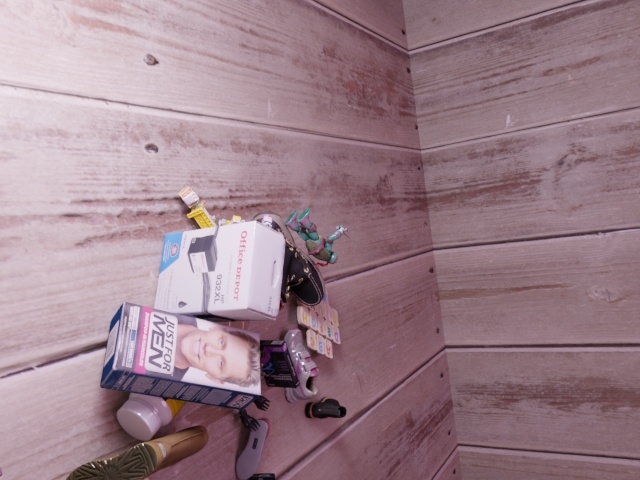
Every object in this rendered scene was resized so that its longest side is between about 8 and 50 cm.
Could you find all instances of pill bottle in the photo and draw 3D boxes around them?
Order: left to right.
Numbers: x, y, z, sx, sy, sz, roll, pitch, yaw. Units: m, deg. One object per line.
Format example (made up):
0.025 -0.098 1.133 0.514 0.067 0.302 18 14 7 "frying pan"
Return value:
-0.381 0.369 1.366 0.208 0.119 0.119 -51 127 -51 "pill bottle"

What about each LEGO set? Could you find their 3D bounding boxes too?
-0.288 -0.070 1.632 0.287 0.132 0.107 23 29 -24 "LEGO set"

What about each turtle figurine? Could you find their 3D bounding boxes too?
0.000 0.000 1.824 0.234 0.175 0.118 44 45 -24 "turtle figurine"

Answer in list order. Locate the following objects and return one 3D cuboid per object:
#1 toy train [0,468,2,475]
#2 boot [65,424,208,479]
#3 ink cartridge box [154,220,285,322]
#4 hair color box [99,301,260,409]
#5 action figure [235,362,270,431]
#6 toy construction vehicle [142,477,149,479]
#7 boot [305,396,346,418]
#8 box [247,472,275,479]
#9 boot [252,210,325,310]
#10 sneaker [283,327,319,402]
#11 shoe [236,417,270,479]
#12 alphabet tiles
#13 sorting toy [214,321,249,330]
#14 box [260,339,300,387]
-0.614 0.433 1.055 0.036 0.027 0.158 -50 126 -64 "toy train"
-0.404 0.508 1.291 0.269 0.236 0.089 48 21 -76 "boot"
-0.258 0.087 1.443 0.129 0.307 0.223 31 58 -54 "ink cartridge box"
-0.315 0.275 1.329 0.347 0.105 0.174 19 45 -28 "hair color box"
-0.228 0.405 1.601 0.164 0.141 0.276 -53 131 -35 "action figure"
-0.407 0.625 1.355 0.086 0.035 0.098 -49 125 -52 "toy construction vehicle"
0.054 0.609 2.035 0.198 0.137 0.077 6 79 -59 "boot"
-0.171 0.777 1.621 0.147 0.077 0.180 88 0 -81 "box"
-0.119 0.123 1.779 0.377 0.138 0.284 61 22 -26 "boot"
-0.059 0.418 1.907 0.103 0.111 0.252 -11 93 -59 "sneaker"
-0.194 0.615 1.686 0.081 0.063 0.178 61 47 -78 "shoe"
-0.004 0.277 2.060 0.284 0.021 0.278 40 39 -50 "alphabet tiles"
-0.270 0.197 1.676 0.193 0.038 0.208 47 51 -45 "sorting toy"
-0.138 0.387 1.775 0.029 0.116 0.162 -43 120 -52 "box"
